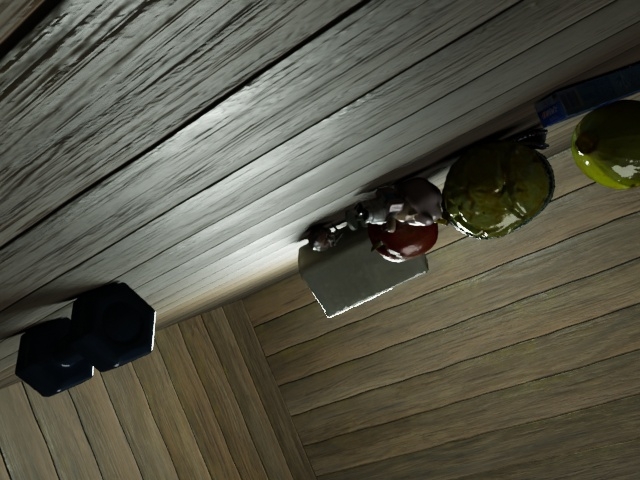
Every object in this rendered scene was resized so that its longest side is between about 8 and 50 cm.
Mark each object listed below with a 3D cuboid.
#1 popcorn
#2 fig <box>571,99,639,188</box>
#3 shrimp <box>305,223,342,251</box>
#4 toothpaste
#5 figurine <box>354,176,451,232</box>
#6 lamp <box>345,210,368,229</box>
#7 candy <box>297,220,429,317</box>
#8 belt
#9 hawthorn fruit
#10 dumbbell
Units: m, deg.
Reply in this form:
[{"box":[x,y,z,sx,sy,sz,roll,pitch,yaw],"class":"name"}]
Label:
[{"box":[0.375,-0.115,1.482,0.221,0.204,0.184,-24,-165,14],"class":"popcorn"},{"box":[0.768,-0.248,1.796,0.271,0.239,0.239,-6,168,-27],"class":"fig"},{"box":[0.009,-0.007,1.778,0.073,0.075,0.190,-56,162,9],"class":"shrimp"},{"box":[0.516,-0.271,1.257,0.272,0.053,0.066,-22,176,-25],"class":"toothpaste"},{"box":[0.188,-0.081,1.516,0.229,0.112,0.137,-10,-146,-22],"class":"figurine"},{"box":[0.093,-0.052,1.760,0.056,0.050,0.198,-23,177,24],"class":"lamp"},{"box":[0.127,0.055,1.983,0.358,0.208,0.145,-25,-161,10],"class":"candy"},{"box":[0.435,-0.123,1.652,0.295,0.207,0.160,-26,178,9],"class":"belt"},{"box":[0.194,-0.025,1.730,0.200,0.179,0.179,-37,-179,-20],"class":"hawthorn fruit"},{"box":[-0.445,0.192,1.287,0.316,0.156,0.144,-27,-155,41],"class":"dumbbell"}]
